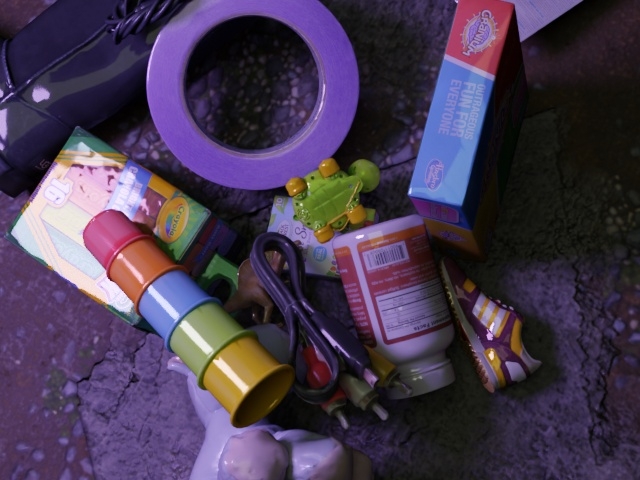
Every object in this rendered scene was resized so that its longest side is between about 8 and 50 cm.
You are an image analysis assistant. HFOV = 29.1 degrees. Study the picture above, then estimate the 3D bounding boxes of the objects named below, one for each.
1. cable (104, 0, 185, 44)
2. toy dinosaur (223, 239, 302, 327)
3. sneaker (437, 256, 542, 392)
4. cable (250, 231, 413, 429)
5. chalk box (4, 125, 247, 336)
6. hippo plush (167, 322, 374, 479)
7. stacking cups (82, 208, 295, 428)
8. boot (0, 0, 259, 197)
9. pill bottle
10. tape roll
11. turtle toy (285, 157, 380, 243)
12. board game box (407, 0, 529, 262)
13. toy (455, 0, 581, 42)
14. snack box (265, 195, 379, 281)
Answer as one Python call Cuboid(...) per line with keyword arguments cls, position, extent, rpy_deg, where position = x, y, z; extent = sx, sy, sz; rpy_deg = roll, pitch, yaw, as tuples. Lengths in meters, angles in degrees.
Cuboid(cls="cable", position=(-0.209, -0.323, 1.600), extent=(0.151, 0.047, 0.184), rpy_deg=(8, 59, 46))
Cuboid(cls="toy dinosaur", position=(-0.082, 0.071, 1.581), extent=(0.053, 0.183, 0.092), rpy_deg=(-9, 116, 46))
Cuboid(cls="sneaker", position=(0.212, 0.098, 1.572), extent=(0.084, 0.069, 0.185), rpy_deg=(-22, 76, -7))
Cuboid(cls="cable", position=(-0.021, 0.112, 1.499), extent=(0.140, 0.072, 0.287), rpy_deg=(-22, 52, -31))
Cuboid(cls="chalk box", position=(-0.226, 0.013, 1.621), extent=(0.289, 0.179, 0.180), rpy_deg=(31, 86, 17))
Cuboid(cls="hippo plush", position=(-0.069, 0.240, 1.555), extent=(0.294, 0.234, 0.236), rpy_deg=(-42, 44, 43))
Cuboid(cls="stacking cups", position=(-0.165, 0.076, 1.441), extent=(0.096, 0.096, 0.316), rpy_deg=(-45, 67, 0))
Cuboid(cls="boot", position=(-0.360, -0.332, 1.743), extent=(0.445, 0.146, 0.367), rpy_deg=(-38, 81, 5))
Cuboid(cls="pill bottle", position=(0.098, 0.084, 1.552), extent=(0.121, 0.121, 0.216), rpy_deg=(-15, 91, 9))
Cuboid(cls="tape roll", position=(-0.089, -0.206, 1.630), extent=(0.275, 0.090, 0.274), rpy_deg=(-1, 100, -3))
Cuboid(cls="turtle toy", position=(0.020, -0.061, 1.604), extent=(0.130, 0.066, 0.095), rpy_deg=(-30, 96, 1))
Cuboid(cls="board game box", position=(0.186, -0.122, 1.491), extent=(0.064, 0.316, 0.242), rpy_deg=(13, 81, 15))
Cuboid(cls="toy", position=(0.299, -0.353, 1.655), extent=(0.237, 0.056, 0.137), rpy_deg=(-36, 69, -2))
Cuboid(cls="snack box", position=(0.000, 0.000, 1.649), extent=(0.141, 0.037, 0.100), rpy_deg=(9, 78, 14))
